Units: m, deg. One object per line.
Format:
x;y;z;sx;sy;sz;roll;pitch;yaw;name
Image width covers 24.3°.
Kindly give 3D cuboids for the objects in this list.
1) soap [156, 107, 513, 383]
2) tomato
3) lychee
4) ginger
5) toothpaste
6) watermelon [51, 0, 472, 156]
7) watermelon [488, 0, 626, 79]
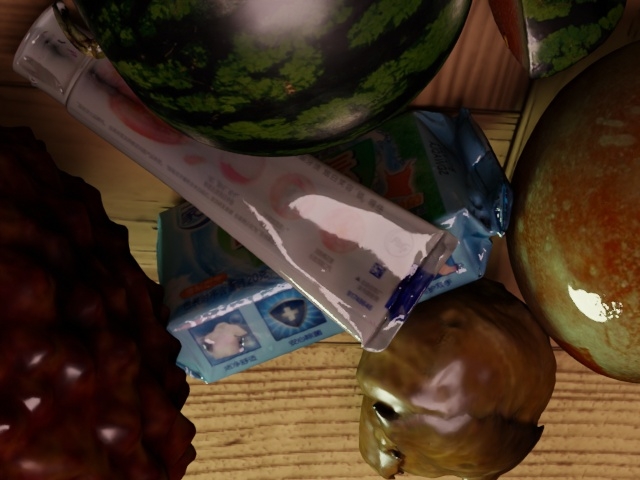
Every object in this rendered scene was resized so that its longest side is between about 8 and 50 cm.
0.000;0.000;1.121;0.293;0.156;0.077;-23;127;6;soap
0.253;-0.031;1.098;0.270;0.270;0.222;-44;80;23;tomato
-0.325;0.091;0.969;0.500;0.424;0.424;24;127;12;lychee
0.112;0.120;1.210;0.172;0.165;0.321;-29;162;-7;ginger
-0.064;-0.051;1.029;0.323;0.066;0.100;35;91;1;toothpaste
-0.030;-0.175;0.916;0.269;0.269;0.269;-6;130;-7;watermelon
0.149;-0.174;1.060;0.125;0.135;0.094;26;156;-32;watermelon
